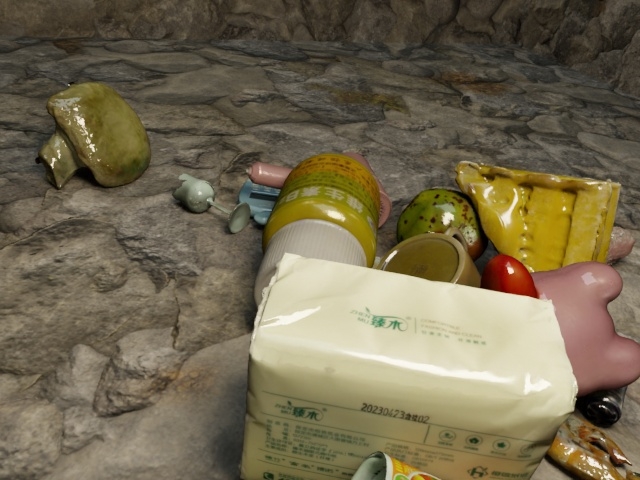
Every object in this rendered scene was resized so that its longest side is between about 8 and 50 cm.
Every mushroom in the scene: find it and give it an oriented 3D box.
[{"bbox_3d":[-0.541,-0.264,1.360,0.212,0.217,0.292,29,38,22],"label":"mushroom"}]

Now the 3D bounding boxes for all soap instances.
[{"bbox_3d":[0.409,0.024,1.124,0.304,0.338,0.169,15,13,38],"label":"soap"}]

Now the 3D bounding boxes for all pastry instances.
[{"bbox_3d":[0.621,0.012,1.311,0.265,0.103,0.112,0,17,-2],"label":"pastry"}]

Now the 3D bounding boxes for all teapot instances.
[{"bbox_3d":[0.219,0.096,1.038,0.185,0.175,0.267,7,53,42],"label":"teapot"}]

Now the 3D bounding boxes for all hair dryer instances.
[{"bbox_3d":[-0.014,-0.147,1.332,0.352,0.125,0.210,12,32,-22],"label":"hair dryer"}]

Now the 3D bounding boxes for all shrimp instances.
[{"bbox_3d":[0.417,0.318,0.854,0.132,0.051,0.187,-15,37,-31],"label":"shrimp"}]

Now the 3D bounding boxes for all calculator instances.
[{"bbox_3d":[-0.107,-0.109,1.384,0.188,0.042,0.302,9,33,-1],"label":"calculator"}]

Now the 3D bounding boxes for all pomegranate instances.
[{"bbox_3d":[0.267,-0.009,1.223,0.198,0.246,0.198,-2,70,4],"label":"pomegranate"}]

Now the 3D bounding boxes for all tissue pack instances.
[{"bbox_3d":[0.096,0.203,0.739,0.380,0.297,0.207,11,35,2],"label":"tissue pack"}]

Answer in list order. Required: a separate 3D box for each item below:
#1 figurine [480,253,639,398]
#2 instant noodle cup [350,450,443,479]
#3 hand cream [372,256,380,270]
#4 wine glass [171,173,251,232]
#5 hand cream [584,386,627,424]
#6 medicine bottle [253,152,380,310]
[{"bbox_3d":[0.367,0.159,0.929,0.261,0.211,0.269,-7,76,-25],"label":"figurine"},{"bbox_3d":[0.118,0.333,0.614,0.185,0.168,0.168,33,35,-4],"label":"instant noodle cup"},{"bbox_3d":[0.109,0.080,1.152,0.067,0.042,0.194,4,31,-8],"label":"hand cream"},{"bbox_3d":[-0.259,-0.091,1.289,0.195,0.079,0.079,27,38,25],"label":"wine glass"},{"bbox_3d":[0.516,0.253,0.988,0.086,0.055,0.235,26,30,21],"label":"hand cream"},{"bbox_3d":[0.000,0.000,1.083,0.224,0.224,0.384,10,35,2],"label":"medicine bottle"}]
